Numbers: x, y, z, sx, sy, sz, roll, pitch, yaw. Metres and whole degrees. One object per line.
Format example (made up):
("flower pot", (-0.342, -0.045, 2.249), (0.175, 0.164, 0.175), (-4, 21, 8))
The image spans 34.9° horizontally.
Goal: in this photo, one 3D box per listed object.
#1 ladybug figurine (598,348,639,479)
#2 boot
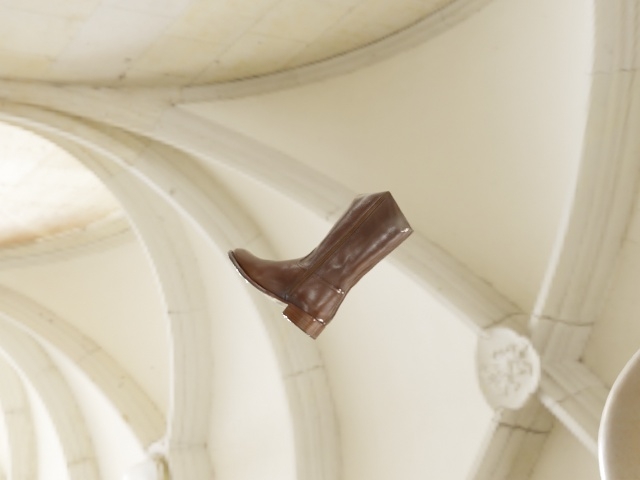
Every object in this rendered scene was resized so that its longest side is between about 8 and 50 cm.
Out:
("ladybug figurine", (0.428, 0.209, 0.757), (0.449, 0.162, 0.305), (30, -80, 15))
("boot", (0.000, 0.000, 0.734), (0.106, 0.037, 0.114), (39, -91, 29))
